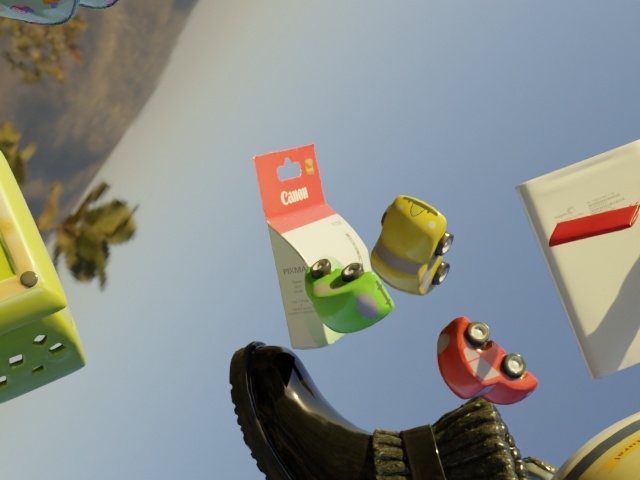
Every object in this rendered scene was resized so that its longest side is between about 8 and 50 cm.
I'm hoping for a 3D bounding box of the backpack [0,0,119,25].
[{"bbox_3d":[-0.265,-0.293,1.144,0.166,0.188,0.144,128,-34,-63],"label":"backpack"}]

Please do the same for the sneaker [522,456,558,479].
[{"bbox_3d":[0.287,0.432,1.752,0.125,0.104,0.261,-45,157,-49],"label":"sneaker"}]

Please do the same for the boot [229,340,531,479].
[{"bbox_3d":[0.075,0.225,1.357,0.260,0.348,0.131,-32,172,17],"label":"boot"}]

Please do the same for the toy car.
[{"bbox_3d":[0.061,0.062,1.085,0.225,0.239,0.053,4,-136,47],"label":"toy car"}]

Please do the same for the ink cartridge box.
[{"bbox_3d":[0.000,0.000,1.403,0.056,0.224,0.181,-7,-174,23],"label":"ink cartridge box"}]

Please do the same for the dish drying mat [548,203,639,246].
[{"bbox_3d":[0.239,-0.012,1.043,0.083,0.008,0.032,-15,-152,42],"label":"dish drying mat"}]

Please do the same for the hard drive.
[{"bbox_3d":[0.441,0.027,1.774,0.203,0.307,0.040,-20,176,-3],"label":"hard drive"}]

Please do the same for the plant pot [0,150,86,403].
[{"bbox_3d":[-0.389,0.047,1.253,0.227,0.228,0.207,-21,161,-18],"label":"plant pot"}]

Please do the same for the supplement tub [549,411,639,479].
[{"bbox_3d":[0.227,0.203,0.517,0.228,0.228,0.316,-56,-173,-1],"label":"supplement tub"}]
